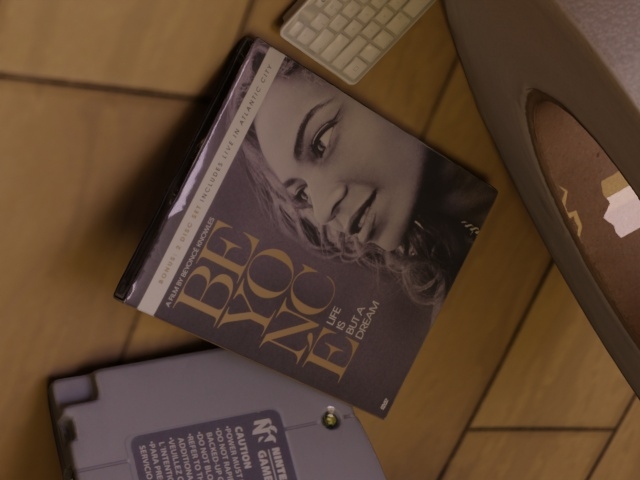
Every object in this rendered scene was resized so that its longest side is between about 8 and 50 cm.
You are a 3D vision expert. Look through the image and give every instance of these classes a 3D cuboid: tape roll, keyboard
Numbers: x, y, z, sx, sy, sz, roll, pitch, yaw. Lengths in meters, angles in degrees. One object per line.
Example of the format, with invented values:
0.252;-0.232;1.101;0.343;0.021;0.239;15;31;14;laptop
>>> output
0.186;-0.003;0.827;0.072;0.392;0.392;-29;134;-2;tape roll
0.083;-0.192;0.876;0.256;0.014;0.072;-46;133;13;keyboard

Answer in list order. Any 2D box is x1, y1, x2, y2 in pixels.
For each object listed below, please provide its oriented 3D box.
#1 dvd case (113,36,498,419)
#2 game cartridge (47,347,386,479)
0.000;0.000;0.947;0.221;0.018;0.164;28;88;-39;dvd case
-0.041;0.209;0.972;0.196;0.294;0.060;-10;162;-17;game cartridge
